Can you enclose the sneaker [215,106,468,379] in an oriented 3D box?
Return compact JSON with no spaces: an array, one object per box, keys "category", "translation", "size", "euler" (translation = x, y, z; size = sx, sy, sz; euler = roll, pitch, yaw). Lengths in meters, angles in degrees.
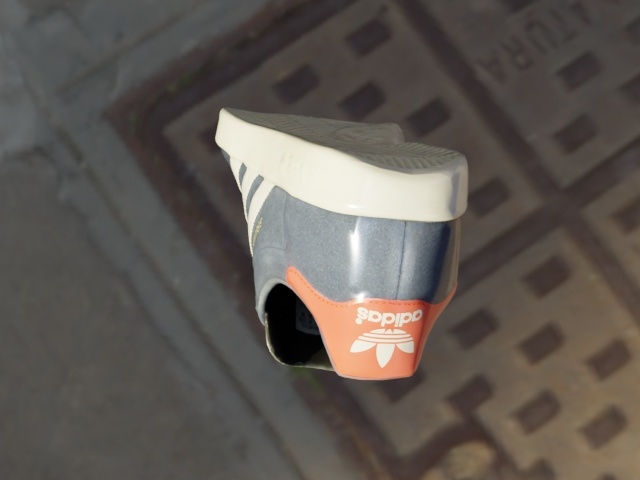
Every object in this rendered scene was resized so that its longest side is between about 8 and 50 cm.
[{"category":"sneaker","translation":[0.000,0.000,1.135],"size":[0.131,0.350,0.148],"euler":[4,99,-9]}]
